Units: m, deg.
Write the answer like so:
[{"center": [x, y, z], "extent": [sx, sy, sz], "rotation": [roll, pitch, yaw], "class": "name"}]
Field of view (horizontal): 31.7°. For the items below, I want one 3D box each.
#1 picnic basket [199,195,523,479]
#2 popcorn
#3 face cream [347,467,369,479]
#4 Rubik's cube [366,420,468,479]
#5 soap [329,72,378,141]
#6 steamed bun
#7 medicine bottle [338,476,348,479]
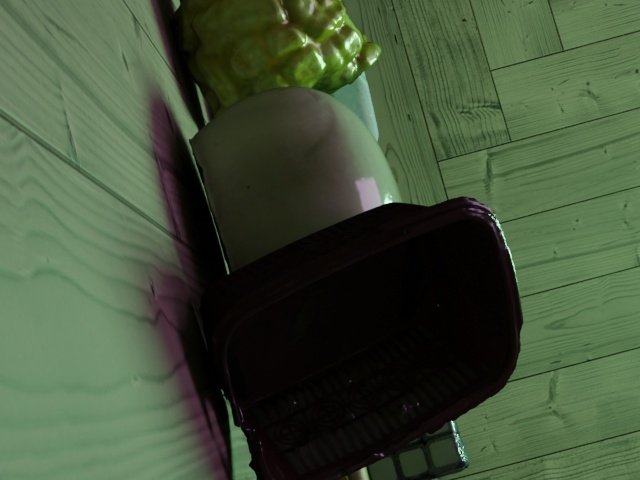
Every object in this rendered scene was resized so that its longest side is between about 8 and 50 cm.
[{"center": [0.030, 0.081, 1.036], "extent": [0.129, 0.297, 0.222], "rotation": [33, -37, 58], "class": "picnic basket"}, {"center": [-0.067, -0.271, 1.506], "extent": [0.237, 0.293, 0.293], "rotation": [56, -2, 11], "class": "popcorn"}, {"center": [-0.011, 0.218, 1.483], "extent": [0.139, 0.067, 0.285], "rotation": [-17, -93, 54], "class": "face cream"}, {"center": [0.078, 0.259, 1.667], "extent": [0.237, 0.238, 0.237], "rotation": [61, 11, -74], "class": "Rubik's cube"}, {"center": [-0.035, -0.239, 2.077], "extent": [0.446, 0.261, 0.156], "rotation": [74, 4, -49], "class": "soap"}, {"center": [-0.010, -0.011, 1.243], "extent": [0.324, 0.206, 0.324], "rotation": [162, -90, -84], "class": "steamed bun"}, {"center": [0.002, 0.301, 1.156], "extent": [0.192, 0.096, 0.096], "rotation": [72, 3, -57], "class": "medicine bottle"}]
